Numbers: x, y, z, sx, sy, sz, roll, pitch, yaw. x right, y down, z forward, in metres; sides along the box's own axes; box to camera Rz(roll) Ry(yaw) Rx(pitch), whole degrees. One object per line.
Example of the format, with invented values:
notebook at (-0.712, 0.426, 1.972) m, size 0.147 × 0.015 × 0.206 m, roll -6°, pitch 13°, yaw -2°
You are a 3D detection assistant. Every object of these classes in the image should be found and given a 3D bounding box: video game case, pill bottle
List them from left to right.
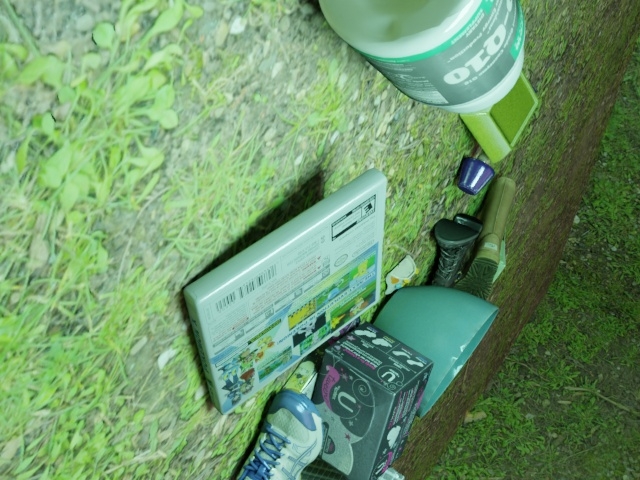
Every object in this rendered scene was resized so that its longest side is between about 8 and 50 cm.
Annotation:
video game case at (-0.037, 0.080, 1.155) m, size 0.329 × 0.036 × 0.299 m, roll -34°, pitch 147°, yaw -24°
video game case at (0.015, 0.262, 1.556) m, size 0.210 × 0.042 × 0.232 m, roll -52°, pitch 155°, yaw -22°
pill bottle at (0.152, -0.289, 1.030) m, size 0.204 × 0.204 × 0.361 m, roll -65°, pitch 158°, yaw 6°

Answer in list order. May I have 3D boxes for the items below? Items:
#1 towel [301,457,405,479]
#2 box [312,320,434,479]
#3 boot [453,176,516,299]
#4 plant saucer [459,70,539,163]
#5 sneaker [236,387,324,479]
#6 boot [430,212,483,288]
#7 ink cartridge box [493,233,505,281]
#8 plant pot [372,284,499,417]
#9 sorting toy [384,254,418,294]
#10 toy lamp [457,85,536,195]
towel at (0.013, 0.536, 1.580) m, size 0.235 × 0.284 × 0.121 m, roll -55°, pitch 129°, yaw -28°
box at (0.081, 0.307, 1.479) m, size 0.142 × 0.163 × 0.247 m, roll -27°, pitch 138°, yaw -49°
boot at (0.431, 0.006, 2.049) m, size 0.236 × 0.089 × 0.269 m, roll 112°, pitch 0°, yaw -53°
plant saucer at (0.392, -0.282, 1.668) m, size 0.188 × 0.045 × 0.188 m, roll 43°, pitch 75°, yaw -44°
sneaker at (-0.082, 0.401, 1.415) m, size 0.131 × 0.112 × 0.296 m, roll -31°, pitch 142°, yaw -51°
boot at (0.307, 0.061, 1.897) m, size 0.263 × 0.091 × 0.228 m, roll -18°, pitch 131°, yaw -62°
ink cartridge box at (0.460, 0.053, 2.229) m, size 0.235 × 0.056 × 0.171 m, roll -73°, pitch -173°, yaw -54°
plant pot at (0.222, 0.210, 1.719) m, size 0.290 × 0.195 × 0.290 m, roll -48°, pitch 162°, yaw -21°
sorting toy at (0.168, 0.084, 1.704) m, size 0.083 × 0.045 × 0.075 m, roll -39°, pitch 167°, yaw -44°
toy lamp at (0.389, -0.229, 1.775) m, size 0.274 × 0.080 × 0.080 m, roll -62°, pitch 158°, yaw -9°
